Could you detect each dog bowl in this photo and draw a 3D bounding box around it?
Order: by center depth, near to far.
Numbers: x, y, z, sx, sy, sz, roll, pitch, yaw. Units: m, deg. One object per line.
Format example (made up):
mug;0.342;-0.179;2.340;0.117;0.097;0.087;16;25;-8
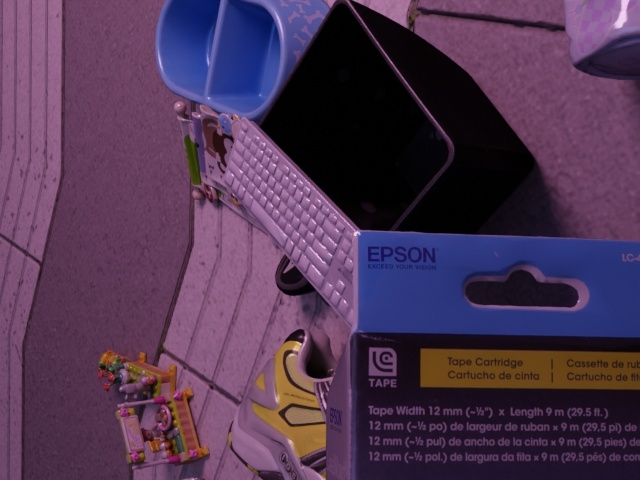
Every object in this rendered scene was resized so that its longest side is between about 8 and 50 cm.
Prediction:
dog bowl;-0.097;-0.222;1.042;0.297;0.074;0.166;28;111;44

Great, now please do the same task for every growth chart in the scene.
growth chart;-0.100;-0.079;1.040;0.237;0.021;0.172;33;144;42

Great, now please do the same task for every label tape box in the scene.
label tape box;0.133;0.175;0.648;0.115;0.249;0.348;132;139;-78

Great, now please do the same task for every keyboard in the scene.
keyboard;-0.011;-0.010;0.745;0.256;0.014;0.072;47;124;37

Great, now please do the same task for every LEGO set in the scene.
LEGO set;-0.252;0.233;1.201;0.287;0.107;0.132;52;127;34

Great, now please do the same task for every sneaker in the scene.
sneaker;0.061;0.204;0.828;0.384;0.145;0.147;24;96;39
sneaker;0.000;0.000;0.932;0.188;0.078;0.067;-41;62;46

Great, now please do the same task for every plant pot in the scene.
plant pot;0.072;-0.074;0.785;0.188;0.166;0.187;-54;54;35

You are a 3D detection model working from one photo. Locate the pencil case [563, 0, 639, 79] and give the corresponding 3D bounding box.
pencil case;0.230;-0.256;0.645;0.124;0.113;0.273;-11;82;38
